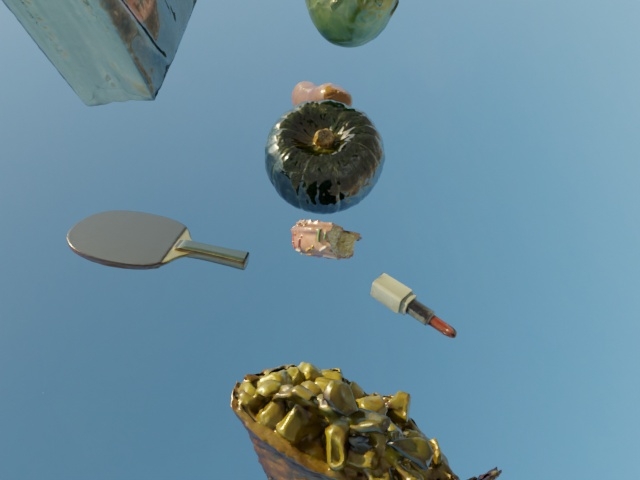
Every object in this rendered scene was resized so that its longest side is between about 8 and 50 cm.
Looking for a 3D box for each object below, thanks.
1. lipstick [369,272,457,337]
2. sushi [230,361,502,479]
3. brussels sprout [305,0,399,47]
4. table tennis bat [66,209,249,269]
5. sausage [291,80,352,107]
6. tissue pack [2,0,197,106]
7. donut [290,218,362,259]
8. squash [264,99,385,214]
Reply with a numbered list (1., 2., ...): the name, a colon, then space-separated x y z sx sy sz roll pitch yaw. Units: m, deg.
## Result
1. lipstick: 0.104 0.076 0.542 0.107 0.025 0.025 34 -132 31
2. sushi: 0.045 0.222 0.525 0.296 0.179 0.167 36 -161 9
3. brussels sprout: 0.071 -0.563 1.110 0.244 0.244 0.243 9 -110 -27
4. table tennis bat: -0.271 0.003 0.831 0.302 0.022 0.173 12 -150 0
5. sausage: -0.003 -0.370 1.299 0.109 0.270 0.108 -6 -72 -20
6. tissue pack: -0.184 -0.309 0.421 0.103 0.228 0.315 1 -120 11
7. donut: 0.000 0.000 0.894 0.166 0.117 0.065 17 -99 -66
8. squash: 0.006 -0.174 1.016 0.253 0.165 0.252 1 -127 -1
